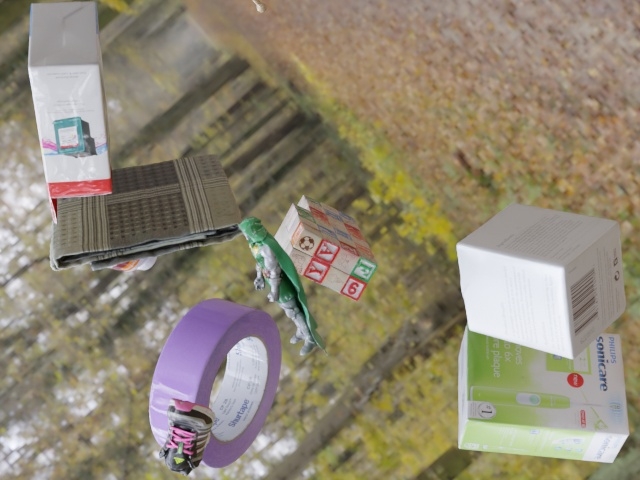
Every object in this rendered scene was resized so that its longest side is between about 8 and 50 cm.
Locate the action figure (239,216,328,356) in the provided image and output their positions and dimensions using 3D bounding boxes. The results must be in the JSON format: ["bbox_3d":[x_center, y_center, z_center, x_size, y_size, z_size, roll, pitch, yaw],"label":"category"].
[{"bbox_3d":[-0.063,0.063,1.598,0.232,0.063,0.137,66,168,-23],"label":"action figure"}]

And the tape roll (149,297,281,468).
[{"bbox_3d":[-0.172,0.240,1.787,0.090,0.275,0.275,13,164,26],"label":"tape roll"}]

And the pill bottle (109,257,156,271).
[{"bbox_3d":[-0.370,0.010,1.914,0.152,0.086,0.086,17,-154,-51],"label":"pill bottle"}]

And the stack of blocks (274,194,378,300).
[{"bbox_3d":[0.000,0.000,2.172,0.171,0.087,0.297,26,-166,-15],"label":"stack of blocks"}]

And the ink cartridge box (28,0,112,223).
[{"bbox_3d":[-0.289,-0.146,1.238,0.134,0.078,0.231,-104,14,-45],"label":"ink cartridge box"}]

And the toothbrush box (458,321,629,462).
[{"bbox_3d":[0.397,0.273,1.911,0.122,0.283,0.206,94,-178,-54],"label":"toothbrush box"}]

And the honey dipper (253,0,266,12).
[{"bbox_3d":[-0.146,-0.464,1.860,0.161,0.030,0.030,47,-177,-34],"label":"honey dipper"}]

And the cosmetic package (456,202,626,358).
[{"bbox_3d":[0.318,0.053,1.521,0.183,0.151,0.151,15,126,42],"label":"cosmetic package"}]

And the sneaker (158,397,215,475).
[{"bbox_3d":[-0.181,0.268,1.415,0.063,0.075,0.170,16,150,3],"label":"sneaker"}]

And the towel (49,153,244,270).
[{"bbox_3d":[-0.300,-0.047,1.778,0.324,0.312,0.056,-115,18,-61],"label":"towel"}]
